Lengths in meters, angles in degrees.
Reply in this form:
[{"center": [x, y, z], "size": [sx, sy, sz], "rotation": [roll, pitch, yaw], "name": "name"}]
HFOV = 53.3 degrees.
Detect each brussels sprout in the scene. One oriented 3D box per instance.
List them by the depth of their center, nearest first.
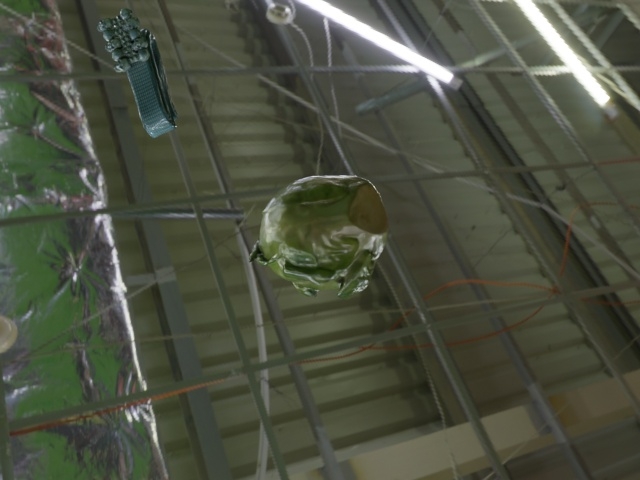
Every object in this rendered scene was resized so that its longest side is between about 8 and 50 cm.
[{"center": [0.001, -0.001, 1.302], "size": [0.260, 0.294, 0.227], "rotation": [20, -130, -37], "name": "brussels sprout"}]

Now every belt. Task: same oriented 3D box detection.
[{"center": [-0.269, -0.249, 0.972], "size": [0.065, 0.100, 0.179], "rotation": [-22, -102, 9], "name": "belt"}]
